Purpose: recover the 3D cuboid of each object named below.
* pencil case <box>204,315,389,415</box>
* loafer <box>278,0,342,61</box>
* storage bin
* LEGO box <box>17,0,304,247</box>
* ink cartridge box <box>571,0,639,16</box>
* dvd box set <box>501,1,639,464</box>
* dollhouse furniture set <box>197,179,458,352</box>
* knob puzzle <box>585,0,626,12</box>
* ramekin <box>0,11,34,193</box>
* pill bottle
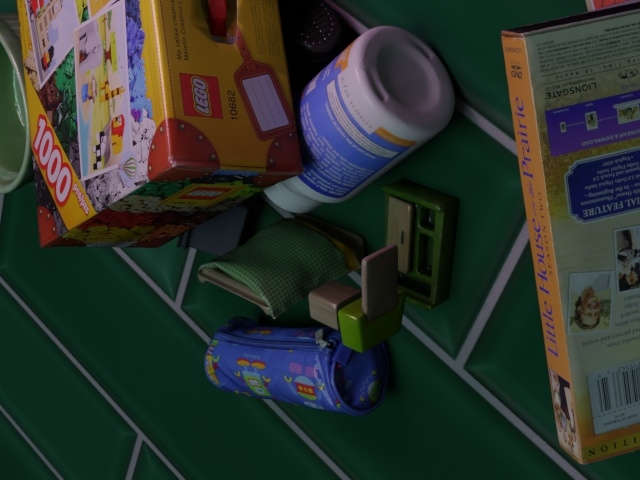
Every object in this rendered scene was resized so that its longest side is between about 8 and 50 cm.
[{"bbox_3d":[-0.039,0.177,1.768,0.306,0.119,0.133,2,138,45],"label":"pencil case"},{"bbox_3d":[-0.044,-0.283,1.610,0.220,0.080,0.078,36,154,42],"label":"loafer"},{"bbox_3d":[-0.150,-0.040,1.818,0.091,0.098,0.135,23,128,4],"label":"storage bin"},{"bbox_3d":[-0.233,-0.272,1.595,0.372,0.193,0.501,-25,70,50],"label":"LEGO box"},{"bbox_3d":[0.303,-0.138,1.238,0.128,0.127,0.176,-10,116,48],"label":"ink cartridge box"},{"bbox_3d":[0.350,-0.022,1.155,0.062,0.307,0.421,-139,36,-72],"label":"dvd box set"},{"bbox_3d":[0.000,0.000,1.590,0.301,0.197,0.151,22,124,37],"label":"dollhouse furniture set"},{"bbox_3d":[0.351,-0.234,1.246,0.213,0.030,0.213,21,122,38],"label":"knob puzzle"},{"bbox_3d":[-0.504,-0.240,2.025,0.303,0.148,0.304,20,118,44],"label":"ramekin"},{"bbox_3d":[0.031,-0.140,1.528,0.272,0.152,0.152,-35,82,48],"label":"pill bottle"}]
